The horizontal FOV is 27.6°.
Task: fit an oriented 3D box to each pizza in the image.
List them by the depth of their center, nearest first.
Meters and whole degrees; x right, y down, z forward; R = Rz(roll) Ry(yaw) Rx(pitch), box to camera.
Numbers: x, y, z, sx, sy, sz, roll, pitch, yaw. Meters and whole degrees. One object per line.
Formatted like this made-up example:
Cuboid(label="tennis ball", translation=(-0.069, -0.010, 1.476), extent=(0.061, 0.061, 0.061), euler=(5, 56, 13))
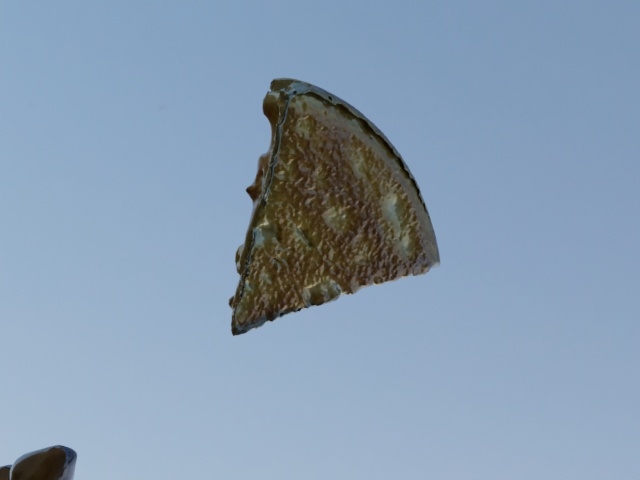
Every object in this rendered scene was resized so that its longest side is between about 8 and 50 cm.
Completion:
Cuboid(label="pizza", translation=(0.000, 0.000, 0.895), extent=(0.185, 0.176, 0.036), euler=(36, -9, -30))

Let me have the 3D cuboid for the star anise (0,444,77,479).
Cuboid(label="star anise", translation=(-0.110, 0.118, 0.337), extent=(0.057, 0.168, 0.167), euler=(-105, -157, -60))
